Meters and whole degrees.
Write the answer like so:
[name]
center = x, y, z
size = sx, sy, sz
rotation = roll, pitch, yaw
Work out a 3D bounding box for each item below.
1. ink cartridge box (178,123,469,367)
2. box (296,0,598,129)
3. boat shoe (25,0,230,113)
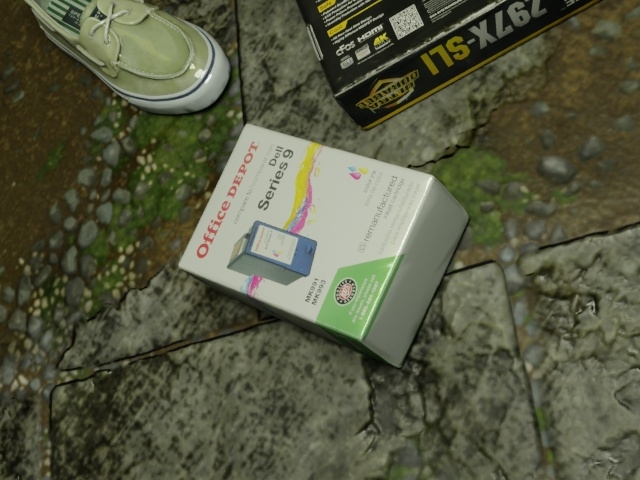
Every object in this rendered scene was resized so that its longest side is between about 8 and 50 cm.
[ink cartridge box]
center = 0.000, 0.000, 0.942
size = 0.212, 0.093, 0.154
rotation = 20, 80, 35
[box]
center = 0.125, -0.291, 1.011
size = 0.322, 0.079, 0.257
rotation = -28, 57, 14
[boat shoe]
center = -0.229, -0.224, 1.158
size = 0.302, 0.094, 0.109
rotation = 26, 82, 34
